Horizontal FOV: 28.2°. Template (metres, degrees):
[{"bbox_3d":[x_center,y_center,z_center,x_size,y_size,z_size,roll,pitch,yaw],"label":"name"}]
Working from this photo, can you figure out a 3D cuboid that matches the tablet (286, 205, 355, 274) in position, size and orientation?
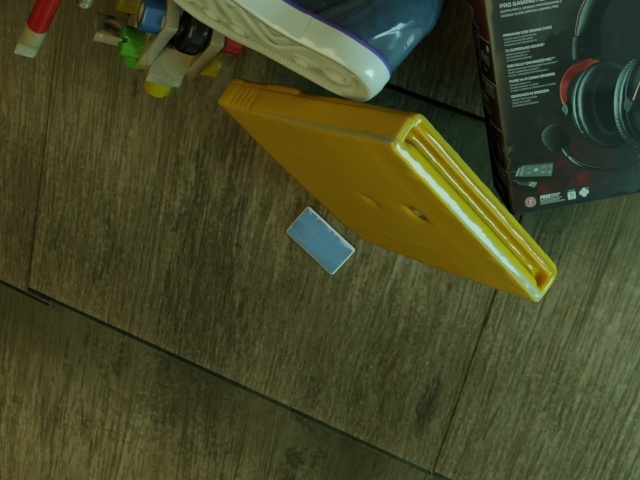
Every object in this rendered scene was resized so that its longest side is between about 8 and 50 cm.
[{"bbox_3d":[0.000,0.000,1.630,0.083,0.006,0.054,44,124,3],"label":"tablet"}]

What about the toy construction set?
[{"bbox_3d":[-0.210,-0.248,1.453,0.237,0.309,0.257,-49,62,44],"label":"toy construction set"}]

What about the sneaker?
[{"bbox_3d":[-0.015,-0.311,1.291,0.323,0.236,0.130,32,167,3],"label":"sneaker"}]

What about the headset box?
[{"bbox_3d":[0.271,-0.194,1.297,0.218,0.110,0.293,-10,110,0],"label":"headset box"}]

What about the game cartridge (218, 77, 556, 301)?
[{"bbox_3d":[0.068,-0.062,1.388,0.285,0.052,0.324,43,167,-36],"label":"game cartridge"}]
